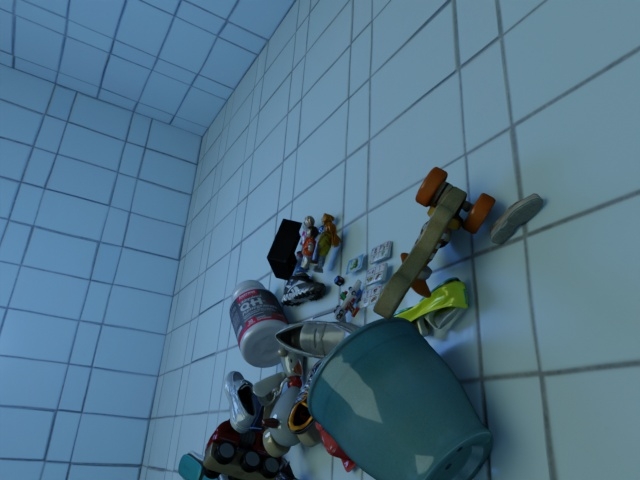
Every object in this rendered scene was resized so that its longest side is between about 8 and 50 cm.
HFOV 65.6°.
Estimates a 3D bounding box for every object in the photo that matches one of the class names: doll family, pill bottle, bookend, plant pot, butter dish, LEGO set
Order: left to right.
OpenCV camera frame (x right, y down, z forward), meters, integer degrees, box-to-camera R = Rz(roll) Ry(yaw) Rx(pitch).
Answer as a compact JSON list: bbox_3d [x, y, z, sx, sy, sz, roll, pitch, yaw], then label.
[{"bbox_3d":[-0.212,0.267,1.685,0.176,0.176,0.318,-65,28,16],"label":"pill bottle"},{"bbox_3d":[-0.109,0.036,1.690,0.157,0.072,0.156,78,-151,-59],"label":"bookend"},{"bbox_3d":[0.000,0.000,1.541,0.263,0.119,0.163,-110,35,-76],"label":"doll family"},{"bbox_3d":[0.043,0.437,1.177,0.160,0.118,0.159,-59,30,26],"label":"butter dish"},{"bbox_3d":[0.110,0.121,1.335,0.244,0.060,0.182,-31,37,51],"label":"LEGO set"},{"bbox_3d":[0.155,0.322,0.899,0.255,0.272,0.271,43,114,45],"label":"plant pot"}]

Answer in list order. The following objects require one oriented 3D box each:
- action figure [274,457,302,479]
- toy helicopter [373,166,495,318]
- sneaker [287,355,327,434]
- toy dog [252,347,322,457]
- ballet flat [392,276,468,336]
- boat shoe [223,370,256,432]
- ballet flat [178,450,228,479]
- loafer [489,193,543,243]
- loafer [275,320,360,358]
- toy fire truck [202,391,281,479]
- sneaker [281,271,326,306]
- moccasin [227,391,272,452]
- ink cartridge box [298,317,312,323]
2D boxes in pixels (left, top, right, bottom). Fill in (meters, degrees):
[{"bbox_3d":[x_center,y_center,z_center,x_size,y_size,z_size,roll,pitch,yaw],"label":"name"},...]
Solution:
[{"bbox_3d":[-0.077,0.685,1.254,0.275,0.141,0.164,-71,-1,-68],"label":"action figure"},{"bbox_3d":[0.193,0.033,0.981,0.355,0.140,0.235,-46,-18,-40],"label":"toy helicopter"},{"bbox_3d":[-0.015,0.391,1.244,0.214,0.084,0.083,-63,-12,-11],"label":"sneaker"},{"bbox_3d":[-0.110,0.435,1.389,0.220,0.161,0.333,-44,36,5],"label":"toy dog"},{"bbox_3d":[0.223,0.160,1.054,0.231,0.077,0.077,-43,56,42],"label":"ballet flat"},{"bbox_3d":[-0.229,0.461,1.477,0.081,0.079,0.227,-51,30,14],"label":"boat shoe"},{"bbox_3d":[-0.371,0.838,1.722,0.400,0.139,0.139,-1,75,57],"label":"ballet flat"},{"bbox_3d":[0.362,-0.047,0.936,0.125,0.045,0.039,-55,26,37],"label":"loafer"},{"bbox_3d":[-0.004,0.272,1.342,0.320,0.112,0.111,-14,70,50],"label":"loafer"},{"bbox_3d":[-0.215,0.585,1.497,0.158,0.217,0.246,-57,17,31],"label":"toy fire truck"},{"bbox_3d":[-0.057,0.142,1.573,0.234,0.078,0.106,-27,54,57],"label":"sneaker"},{"bbox_3d":[-0.254,0.625,1.628,0.341,0.117,0.138,-67,28,12],"label":"moccasin"},{"bbox_3d":[-0.045,0.281,1.527,0.115,0.029,0.062,-33,47,50],"label":"ink cartridge box"}]
